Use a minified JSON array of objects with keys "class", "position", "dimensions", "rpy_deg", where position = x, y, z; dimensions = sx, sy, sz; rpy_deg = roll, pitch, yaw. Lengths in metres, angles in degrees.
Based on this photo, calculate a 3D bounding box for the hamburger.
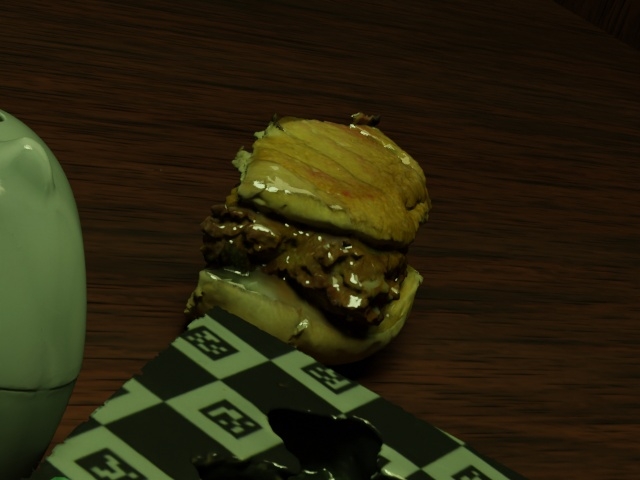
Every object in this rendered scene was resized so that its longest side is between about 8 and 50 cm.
[{"class":"hamburger","position":[0.000,0.000,1.484],"dimensions":[0.282,0.155,0.245],"rpy_deg":[11,24,-38]}]

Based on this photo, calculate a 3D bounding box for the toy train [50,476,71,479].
[{"class":"toy train","position":[-0.152,0.191,0.767],"dimensions":[0.202,0.145,0.266],"rpy_deg":[7,12,-32]}]

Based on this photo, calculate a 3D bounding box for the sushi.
[{"class":"sushi","position":[0.015,0.189,1.129],"dimensions":[0.339,0.069,0.320],"rpy_deg":[28,22,5]}]

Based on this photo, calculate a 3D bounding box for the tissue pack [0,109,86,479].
[{"class":"tissue pack","position":[-0.292,0.006,1.030],"dimensions":[0.333,0.236,0.229],"rpy_deg":[15,19,-18]}]

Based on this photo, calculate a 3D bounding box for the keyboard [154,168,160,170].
[{"class":"keyboard","position":[-0.320,-0.092,1.593],"dimensions":[0.381,0.041,0.103],"rpy_deg":[14,20,-2]}]
